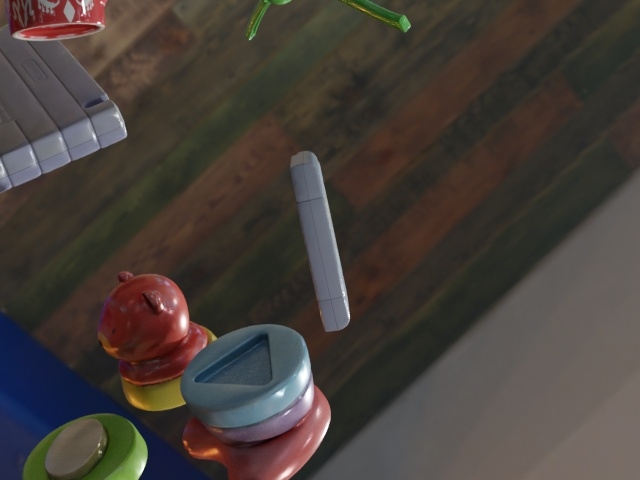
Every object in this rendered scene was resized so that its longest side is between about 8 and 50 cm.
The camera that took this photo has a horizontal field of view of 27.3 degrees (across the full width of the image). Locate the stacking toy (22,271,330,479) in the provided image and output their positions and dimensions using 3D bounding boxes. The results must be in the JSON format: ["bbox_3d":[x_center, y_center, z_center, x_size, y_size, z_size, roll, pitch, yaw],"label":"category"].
[{"bbox_3d":[-0.168,0.160,1.323,0.309,0.130,0.279,15,-134,45],"label":"stacking toy"}]

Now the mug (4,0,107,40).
[{"bbox_3d":[-0.249,-0.287,1.269,0.150,0.113,0.169,-6,-90,28],"label":"mug"}]

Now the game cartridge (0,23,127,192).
[{"bbox_3d":[-0.402,-0.165,1.637,0.230,0.068,0.355,-29,-143,-12],"label":"game cartridge"}]

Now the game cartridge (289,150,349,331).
[{"bbox_3d":[0.000,0.000,2.303,0.062,0.297,0.198,-12,-169,-2],"label":"game cartridge"}]

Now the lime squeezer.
[{"bbox_3d":[-0.020,-0.307,1.651,0.310,0.110,0.059,6,-116,49],"label":"lime squeezer"}]
